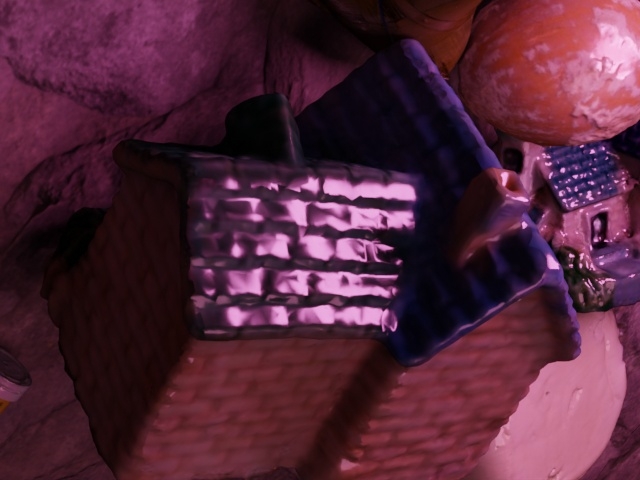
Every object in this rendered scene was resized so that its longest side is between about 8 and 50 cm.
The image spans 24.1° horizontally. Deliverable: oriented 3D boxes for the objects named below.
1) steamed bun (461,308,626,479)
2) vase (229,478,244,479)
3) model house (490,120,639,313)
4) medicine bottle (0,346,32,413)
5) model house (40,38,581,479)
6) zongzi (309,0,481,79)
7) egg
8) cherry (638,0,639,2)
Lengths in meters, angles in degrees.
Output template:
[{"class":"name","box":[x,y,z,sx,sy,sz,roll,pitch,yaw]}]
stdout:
[{"class":"steamed bun","box":[0.246,0.198,2.052,0.312,0.233,0.334,-28,123,-35]},{"class":"vase","box":[-0.167,0.255,1.862,0.120,0.120,0.183,-39,127,-7]},{"class":"model house","box":[0.354,-0.094,1.912,0.298,0.243,0.284,-18,117,-30]},{"class":"medicine bottle","box":[-0.408,0.215,1.633,0.218,0.074,0.074,-50,141,9]},{"class":"model house","box":[0.000,0.000,1.497,0.445,0.395,0.400,0,141,-31]},{"class":"zongzi","box":[0.147,-0.241,1.551,0.260,0.289,0.123,34,74,-51]},{"class":"egg","box":[0.275,-0.205,1.716,0.245,0.203,0.203,-10,133,-12]},{"class":"cherry","box":[0.429,-0.383,1.730,0.307,0.221,0.261,20,117,-30]}]
